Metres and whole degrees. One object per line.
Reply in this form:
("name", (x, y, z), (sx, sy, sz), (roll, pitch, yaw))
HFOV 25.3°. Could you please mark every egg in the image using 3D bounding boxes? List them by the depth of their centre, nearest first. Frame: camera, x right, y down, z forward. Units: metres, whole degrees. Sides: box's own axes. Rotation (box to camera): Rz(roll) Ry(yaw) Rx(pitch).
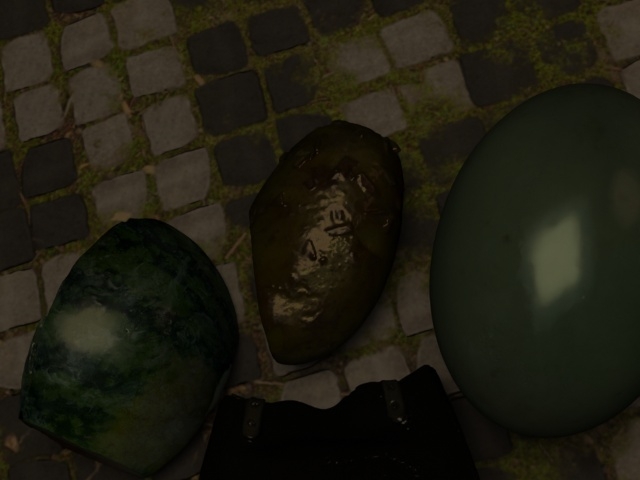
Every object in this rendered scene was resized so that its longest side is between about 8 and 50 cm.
("egg", (0.257, 0.017, 1.498), (0.276, 0.276, 0.388), (10, 72, 17))

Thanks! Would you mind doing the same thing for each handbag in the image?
("handbag", (0.017, 0.279, 1.527), (0.342, 0.152, 0.288), (-8, 55, 7))

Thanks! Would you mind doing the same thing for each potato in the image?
("potato", (0.000, 0.000, 1.642), (0.176, 0.141, 0.298), (9, 70, 26))

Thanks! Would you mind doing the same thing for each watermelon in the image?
("watermelon", (-0.216, 0.104, 1.659), (0.224, 0.180, 0.305), (32, 69, -22))
